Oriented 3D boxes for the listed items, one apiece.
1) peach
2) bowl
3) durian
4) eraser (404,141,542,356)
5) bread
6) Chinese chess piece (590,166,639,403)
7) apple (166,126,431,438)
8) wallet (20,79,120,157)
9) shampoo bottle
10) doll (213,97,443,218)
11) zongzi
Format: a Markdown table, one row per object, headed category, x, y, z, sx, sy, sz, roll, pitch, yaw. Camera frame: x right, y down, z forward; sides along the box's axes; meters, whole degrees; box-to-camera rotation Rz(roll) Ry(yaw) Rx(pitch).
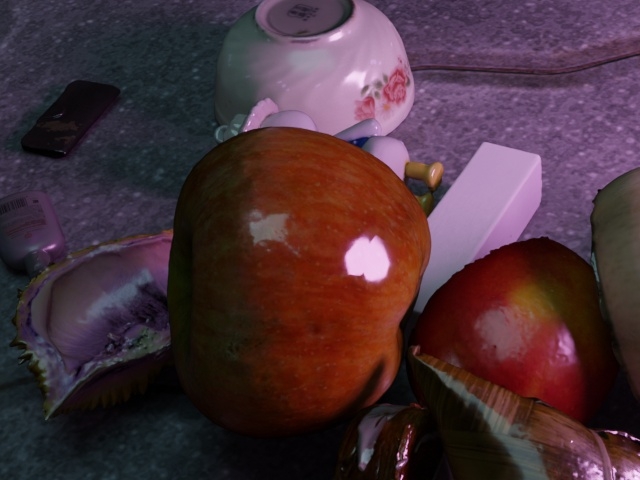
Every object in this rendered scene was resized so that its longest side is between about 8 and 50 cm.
| category | x | y | z | sx | sy | sz | roll | pitch | yaw |
| --- | --- | --- | --- | --- | --- | --- | --- | --- | --- |
| peach | 0.191 | 0.099 | 1.312 | 0.196 | 0.190 | 0.226 | -32 | 25 | 49 |
| bowl | -0.014 | -0.243 | 1.777 | 0.277 | 0.145 | 0.277 | -3 | 42 | 3 |
| durian | -0.186 | 0.082 | 1.446 | 0.341 | 0.112 | 0.191 | -25 | 45 | -29 |
| eraser | 0.157 | 0.008 | 1.505 | 0.078 | 0.076 | 0.298 | 16 | 45 | 25 |
| bread | 0.072 | 0.224 | 1.205 | 0.073 | 0.160 | 0.160 | -4 | 38 | 28 |
| Chinese chess piece | 0.347 | 0.051 | 1.293 | 0.104 | 0.257 | 0.257 | -17 | 35 | 25 |
| apple | -0.014 | 0.037 | 1.271 | 0.250 | 0.277 | 0.309 | 4 | 59 | -15 |
| wallet | -0.341 | -0.166 | 1.824 | 0.082 | 0.018 | 0.156 | 13 | 45 | 22 |
| shampoo bottle | -0.349 | 0.001 | 1.612 | 0.080 | 0.040 | 0.165 | -17 | 42 | -14 |
| doll | 0.003 | -0.093 | 1.623 | 0.293 | 0.119 | 0.138 | 16 | 84 | 19 |
| zongzi | 0.157 | 0.246 | 1.114 | 0.288 | 0.134 | 0.286 | 34 | 47 | -5 |
